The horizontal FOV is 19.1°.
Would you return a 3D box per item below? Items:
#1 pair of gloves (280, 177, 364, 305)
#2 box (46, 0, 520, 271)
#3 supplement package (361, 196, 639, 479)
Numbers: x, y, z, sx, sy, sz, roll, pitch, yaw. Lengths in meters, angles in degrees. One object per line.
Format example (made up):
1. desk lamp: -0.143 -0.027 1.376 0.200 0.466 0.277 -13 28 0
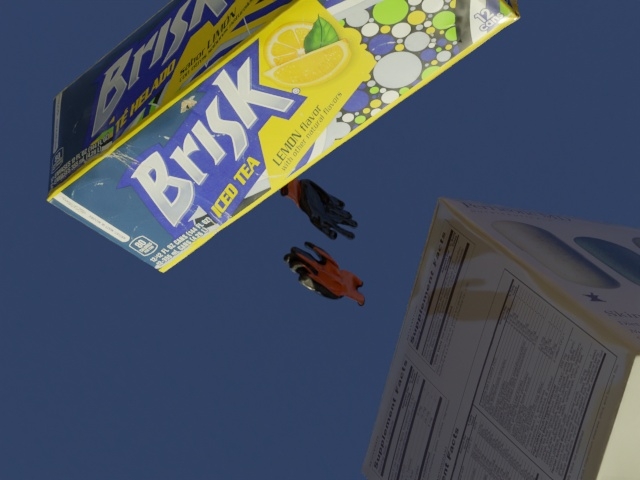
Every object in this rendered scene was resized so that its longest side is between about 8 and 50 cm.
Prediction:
1. pair of gloves: 0.000 0.000 1.227 0.010 0.074 0.083 -26 -126 32
2. box: -0.018 -0.061 0.648 0.169 0.059 0.054 -35 -142 28
3. supplement package: 0.181 0.116 1.154 0.199 0.262 0.198 8 -74 -24
